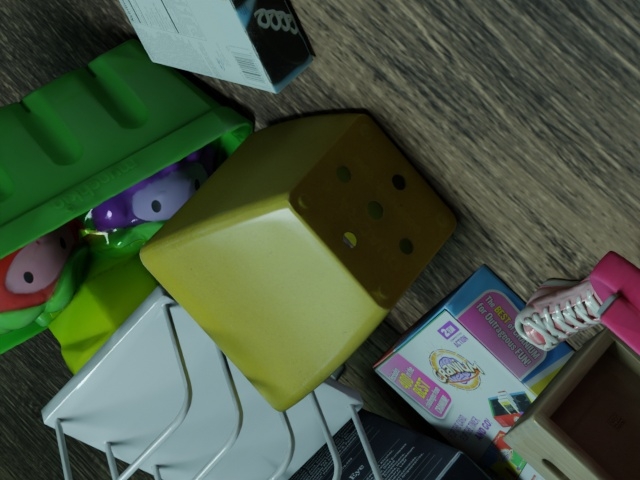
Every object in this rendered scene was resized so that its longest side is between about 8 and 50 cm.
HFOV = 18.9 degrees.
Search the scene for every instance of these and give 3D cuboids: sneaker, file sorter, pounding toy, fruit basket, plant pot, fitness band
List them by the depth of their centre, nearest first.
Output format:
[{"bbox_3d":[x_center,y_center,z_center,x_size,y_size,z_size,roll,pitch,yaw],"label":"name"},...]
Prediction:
[{"bbox_3d":[0.323,0.116,1.531,0.291,0.054,0.209,45,-175,37],"label":"fitness band"},{"bbox_3d":[0.225,0.068,1.714,0.051,0.070,0.134,54,153,-16],"label":"sneaker"},{"bbox_3d":[0.255,0.217,1.739,0.181,0.206,0.094,43,156,2],"label":"pounding toy"},{"bbox_3d":[0.000,0.000,1.818,0.212,0.212,0.187,49,141,-10],"label":"plant pot"},{"bbox_3d":[-0.100,0.215,1.907,0.277,0.193,0.173,31,-157,-33],"label":"file sorter"},{"bbox_3d":[-0.217,0.034,1.988,0.392,0.392,0.283,40,156,10],"label":"fruit basket"}]

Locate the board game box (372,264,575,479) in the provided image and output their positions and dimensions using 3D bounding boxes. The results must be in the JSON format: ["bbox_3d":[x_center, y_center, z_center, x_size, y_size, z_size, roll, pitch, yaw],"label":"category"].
[{"bbox_3d":[0.218,0.186,1.923,0.316,0.064,0.242,44,156,1],"label":"board game box"}]

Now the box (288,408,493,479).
[{"bbox_3d":[0.132,0.363,2.095,0.343,0.179,0.312,45,167,-23],"label":"box"}]

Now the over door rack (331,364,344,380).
[{"bbox_3d":[-0.117,0.240,2.329,0.108,0.239,0.324,40,157,-4],"label":"over door rack"}]

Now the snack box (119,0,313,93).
[{"bbox_3d":[-0.143,-0.285,1.732,0.187,0.060,0.322,19,146,44],"label":"snack box"}]
